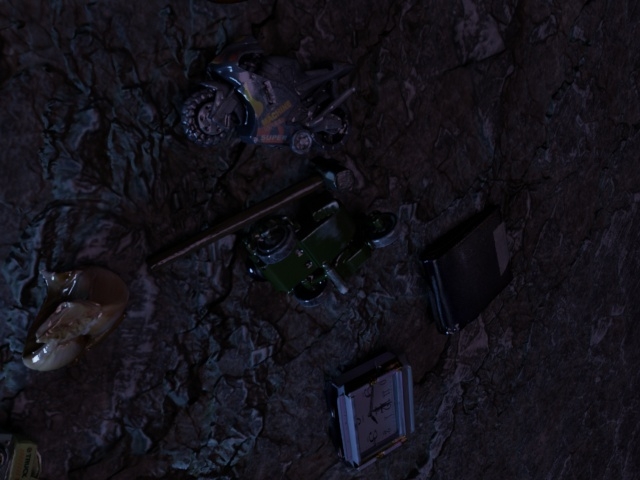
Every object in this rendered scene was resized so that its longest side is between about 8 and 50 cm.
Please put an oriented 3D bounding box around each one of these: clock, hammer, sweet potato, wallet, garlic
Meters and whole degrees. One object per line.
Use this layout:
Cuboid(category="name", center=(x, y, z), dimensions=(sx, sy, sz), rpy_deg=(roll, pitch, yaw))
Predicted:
Cuboid(category="clock", center=(0.113, 0.368, 1.250), dimensions=(0.187, 0.083, 0.253), rpy_deg=(-20, 118, -27))
Cuboid(category="hammer", center=(-0.117, -0.040, 0.943), dimensions=(0.366, 0.111, 0.043), rpy_deg=(-29, 120, -15))
Cuboid(category="sweet potato", center=(-0.353, 0.151, 0.890), dimensions=(0.115, 0.026, 0.026), rpy_deg=(-43, 126, -10))
Cuboid(category="wallet", center=(0.343, 0.065, 1.311), dimensions=(0.262, 0.071, 0.220), rpy_deg=(-33, 118, -24))
Cuboid(category="garlic", center=(-0.368, 0.114, 0.830), dimensions=(0.174, 0.099, 0.124), rpy_deg=(-47, 146, -5))

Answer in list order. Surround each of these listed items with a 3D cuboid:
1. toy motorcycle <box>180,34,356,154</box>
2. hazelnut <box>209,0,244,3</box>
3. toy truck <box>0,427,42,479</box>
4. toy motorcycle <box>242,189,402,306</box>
Cuboid(category="toy motorcycle", center=(-0.071, -0.227, 0.890), dimensions=(0.308, 0.108, 0.173), rpy_deg=(-5, 105, -35))
Cuboid(category="hazelnut", center=(-0.108, -0.413, 0.730), dimensions=(0.208, 0.208, 0.208), rpy_deg=(-13, 114, -30))
Cuboid(category="toy truck", center=(-0.470, 0.377, 0.832), dimensions=(0.116, 0.085, 0.191), rpy_deg=(21, 73, -47))
Cuboid(category="toy motorcycle", center=(0.000, 0.000, 1.018), dimensions=(0.275, 0.127, 0.205), rpy_deg=(-41, 125, -6))
